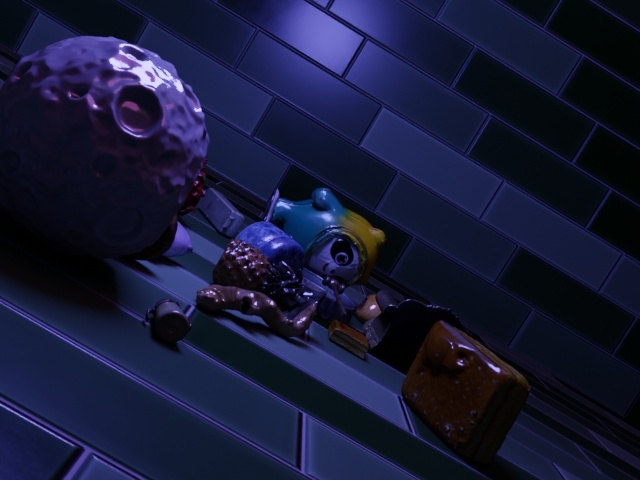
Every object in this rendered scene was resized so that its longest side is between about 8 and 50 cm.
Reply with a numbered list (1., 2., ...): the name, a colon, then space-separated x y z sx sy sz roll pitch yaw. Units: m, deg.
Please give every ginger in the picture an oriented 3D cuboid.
1. ginger: -0.110 0.124 1.508 0.288 0.075 0.089 20 -12 -41

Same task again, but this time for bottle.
1. bottle: -0.217 0.112 1.184 0.063 0.047 0.101 45 -4 -20

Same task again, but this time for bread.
1. bread: 0.239 0.247 2.255 0.305 0.091 0.142 32 0 0
2. bread: 0.265 0.280 1.560 0.110 0.184 0.234 23 7 -33
3. bread: 0.061 0.215 1.814 0.090 0.035 0.094 30 5 -4

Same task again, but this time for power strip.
1. power strip: -0.286 -0.080 2.360 0.052 0.078 0.272 29 5 -31

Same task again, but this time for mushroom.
1. mushroom: -0.326 -0.047 1.439 0.170 0.135 0.080 58 3 0

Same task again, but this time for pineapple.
1. pineapple: -0.098 0.092 1.663 0.237 0.119 0.111 27 6 -3

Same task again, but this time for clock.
1. clock: -0.037 0.118 2.055 0.280 0.055 0.280 31 5 -3

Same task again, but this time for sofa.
1. sofa: 0.245 0.221 2.000 0.258 0.182 0.200 30 5 -7

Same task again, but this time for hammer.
1. hammer: 0.043 0.136 1.926 0.058 0.029 0.292 28 8 -9

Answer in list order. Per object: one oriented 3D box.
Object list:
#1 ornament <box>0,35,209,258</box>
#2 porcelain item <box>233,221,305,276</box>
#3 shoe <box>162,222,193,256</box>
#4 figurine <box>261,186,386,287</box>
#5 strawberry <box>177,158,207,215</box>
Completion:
1. ornament: -0.345 -0.144 1.245 0.337 0.337 0.337 31 5 -3
2. porcelain item: -0.116 0.045 1.795 0.114 0.147 0.147 37 8 35
3. shoe: -0.356 -0.045 1.624 0.245 0.095 0.137 38 4 28
4. figurine: 0.000 0.000 2.257 0.340 0.323 0.231 21 35 -5
5. strawberry: -0.413 -0.158 2.022 0.244 0.205 0.205 2 20 -30
